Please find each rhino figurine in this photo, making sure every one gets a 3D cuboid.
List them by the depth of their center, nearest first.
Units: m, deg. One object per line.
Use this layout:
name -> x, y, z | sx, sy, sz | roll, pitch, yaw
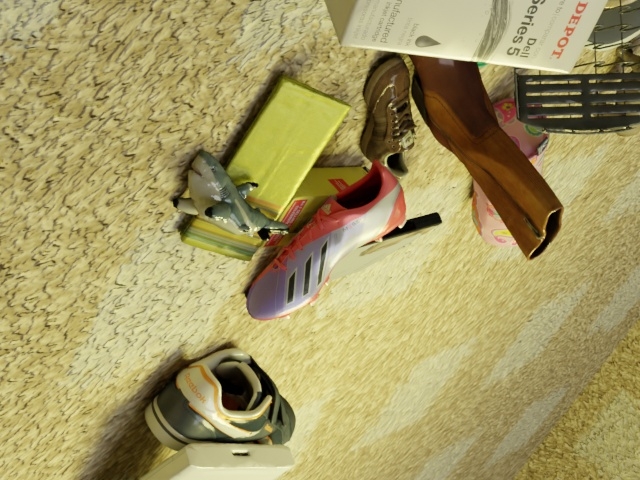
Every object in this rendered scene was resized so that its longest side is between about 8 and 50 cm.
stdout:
rhino figurine -> 0.531, -0.276, 2.111 | 0.073, 0.106, 0.243 | -13, 141, -52

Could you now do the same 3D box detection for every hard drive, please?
hard drive -> -0.209, 0.379, 1.869 | 0.203, 0.040, 0.307 | 10, 141, -46

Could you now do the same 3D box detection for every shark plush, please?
shark plush -> -0.088, -0.040, 1.469 | 0.161, 0.073, 0.067 | 27, 81, -30

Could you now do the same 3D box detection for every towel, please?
towel -> -0.066, -0.079, 1.497 | 0.102, 0.021, 0.237 | 18, 117, -34

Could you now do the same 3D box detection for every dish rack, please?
dish rack -> 0.325, -0.265, 1.569 | 0.208, 0.272, 0.074 | -3, -179, -10

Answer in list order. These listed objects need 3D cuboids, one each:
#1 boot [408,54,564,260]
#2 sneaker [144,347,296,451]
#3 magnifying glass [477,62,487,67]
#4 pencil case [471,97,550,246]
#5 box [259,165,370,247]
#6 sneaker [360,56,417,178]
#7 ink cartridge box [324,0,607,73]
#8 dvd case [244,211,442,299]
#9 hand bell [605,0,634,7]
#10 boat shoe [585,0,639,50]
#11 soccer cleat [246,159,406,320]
boot -> 0.197, -0.134, 1.560 | 0.096, 0.280, 0.264 | -23, 154, -14
sneaker -> -0.107, 0.236, 1.864 | 0.127, 0.126, 0.321 | -47, 156, 17
magnifying glass -> 0.218, -0.298, 1.658 | 0.092, 0.026, 0.231 | -41, 156, -10
pencil case -> 0.292, -0.101, 1.984 | 0.124, 0.124, 0.284 | -39, 154, -16
box -> -0.006, -0.045, 1.654 | 0.232, 0.058, 0.087 | -4, 135, -57
sneaker -> 0.098, -0.153, 1.635 | 0.066, 0.071, 0.188 | -35, 155, -22
ink cartridge box -> 0.161, -0.292, 1.311 | 0.272, 0.115, 0.198 | 4, 134, -20
dvd case -> 0.035, 0.024, 1.796 | 0.180, 0.022, 0.253 | -31, 169, 39
hand bell -> 0.360, -0.425, 1.623 | 0.126, 0.126, 0.242 | -37, 144, -19
boat shoe -> 0.455, -0.373, 1.828 | 0.306, 0.113, 0.105 | -56, 166, -16
soccer cleat -> 0.000, 0.000, 1.586 | 0.248, 0.083, 0.095 | -37, 132, -12
